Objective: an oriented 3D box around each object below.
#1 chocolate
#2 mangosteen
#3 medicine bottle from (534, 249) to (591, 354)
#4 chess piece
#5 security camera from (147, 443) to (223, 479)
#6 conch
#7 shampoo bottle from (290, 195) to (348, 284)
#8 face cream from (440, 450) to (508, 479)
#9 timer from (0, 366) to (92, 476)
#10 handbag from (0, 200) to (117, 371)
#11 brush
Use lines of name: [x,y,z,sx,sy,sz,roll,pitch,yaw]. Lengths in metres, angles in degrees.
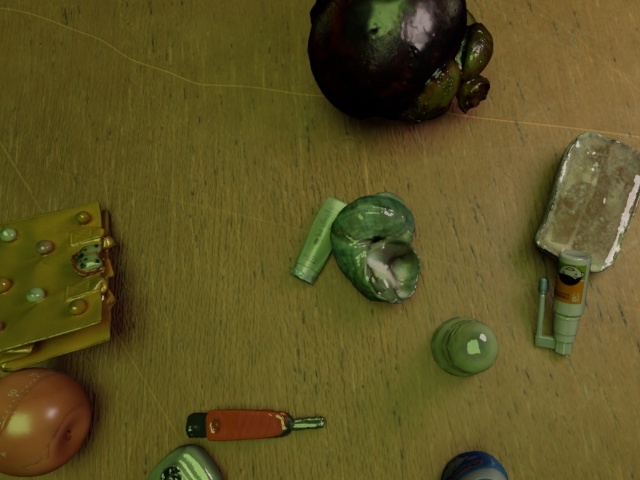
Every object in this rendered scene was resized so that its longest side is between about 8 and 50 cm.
chocolate: [0.584,-0.081,1.139,0.185,0.100,0.303,23,85,1]
mangosteen: [0.182,-0.456,1.163,0.421,0.381,0.381,2,77,-1]
medicine bottle: [0.503,0.131,1.080,0.092,0.061,0.221,6,108,22]
chess piece: [0.294,0.213,1.039,0.133,0.243,0.133,-2,78,9]
security camera: [-0.248,0.592,1.123,0.157,0.080,0.301,-43,77,-3]
conch: [0.130,-0.002,1.163,0.220,0.195,0.277,17,56,2]
shampoo bottle: [0.000,0.000,1.237,0.072,0.049,0.212,24,82,9]
face cream: [0.285,0.470,0.968,0.149,0.264,0.083,-43,75,-3]
timer: [-0.643,0.401,1.150,0.214,0.229,0.230,14,79,13]
handbag: [-0.629,0.085,1.215,0.282,0.133,0.401,-15,50,-5]
brush: [-0.150,0.412,1.160,0.323,0.051,0.070,-6,73,8]
